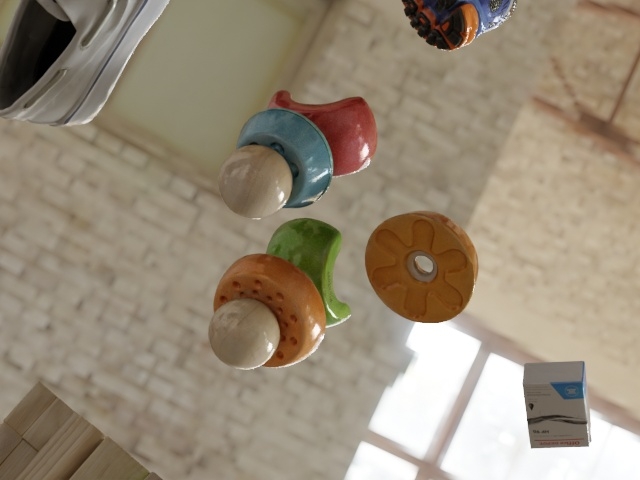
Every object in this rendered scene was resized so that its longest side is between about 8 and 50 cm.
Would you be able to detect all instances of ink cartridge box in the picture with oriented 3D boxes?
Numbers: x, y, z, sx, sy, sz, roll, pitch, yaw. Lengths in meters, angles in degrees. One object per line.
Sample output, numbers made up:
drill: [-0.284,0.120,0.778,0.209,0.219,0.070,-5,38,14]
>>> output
ink cartridge box: [0.186,0.136,1.540,0.048,0.028,0.083,-3,-56,12]

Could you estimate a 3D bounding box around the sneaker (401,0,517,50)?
sneaker: [0.092,-0.253,1.724,0.221,0.087,0.083,59,-36,26]

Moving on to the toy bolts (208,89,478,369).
toy bolts: [0.000,0.000,1.626,0.218,0.158,0.228,1,-67,28]

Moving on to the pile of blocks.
pile of blocks: [-0.158,0.216,1.440,0.149,0.112,0.362,45,-10,-25]

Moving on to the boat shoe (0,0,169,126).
boat shoe: [-0.182,-0.196,1.509,0.096,0.088,0.267,57,-49,26]
